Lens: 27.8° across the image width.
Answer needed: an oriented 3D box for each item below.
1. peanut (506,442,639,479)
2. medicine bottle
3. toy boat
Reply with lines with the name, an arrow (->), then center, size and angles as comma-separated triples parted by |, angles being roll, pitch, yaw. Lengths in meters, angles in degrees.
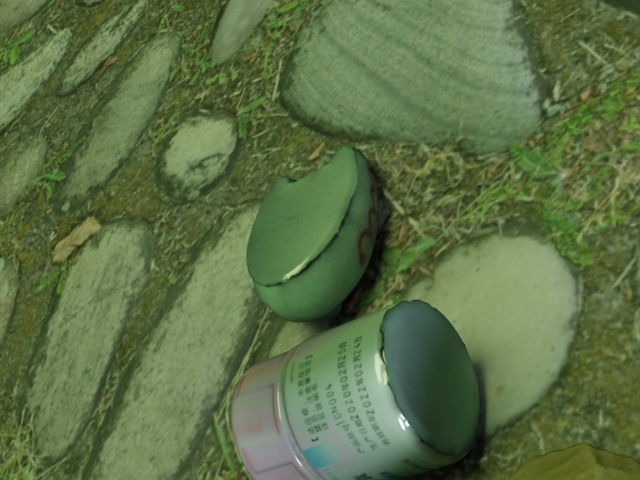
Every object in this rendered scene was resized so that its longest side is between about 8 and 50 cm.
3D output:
peanut -> 0.175, 0.237, 0.800 | 0.197, 0.110, 0.233 | -56, 34, -5
medicine bottle -> 0.027, 0.132, 1.032 | 0.168, 0.135, 0.135 | -23, 45, 34
toy boat -> 0.000, 0.000, 1.244 | 0.134, 0.079, 0.208 | -24, 33, 23
